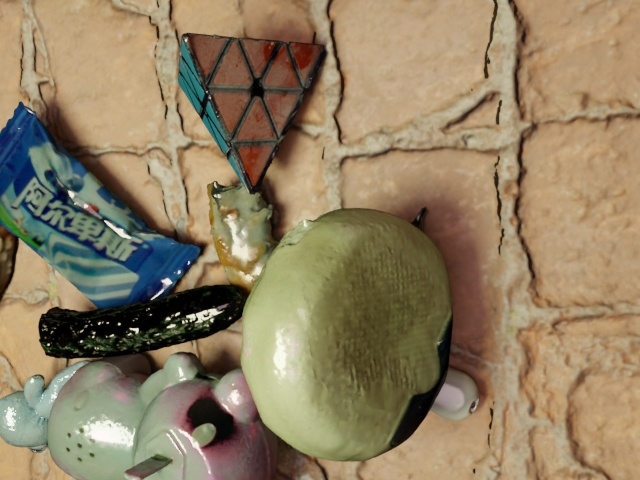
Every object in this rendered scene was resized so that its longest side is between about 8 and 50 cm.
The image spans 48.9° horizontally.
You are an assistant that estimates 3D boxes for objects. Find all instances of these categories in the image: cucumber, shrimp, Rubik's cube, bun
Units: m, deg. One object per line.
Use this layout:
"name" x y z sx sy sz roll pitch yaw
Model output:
"cucumber" -0.232 0.112 0.937 0.303 0.072 0.081 -8 118 18
"shrimp" -0.018 0.027 0.903 0.287 0.068 0.185 9 102 13
"Rubik's cube" -0.107 -0.205 0.904 0.178 0.190 0.211 24 140 44
"bun" 0.014 0.101 0.791 0.179 0.283 0.283 -1 98 48

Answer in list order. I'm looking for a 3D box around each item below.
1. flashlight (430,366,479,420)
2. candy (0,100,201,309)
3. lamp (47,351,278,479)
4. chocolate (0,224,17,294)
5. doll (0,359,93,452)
"flashlight" 0.104 0.169 0.896 0.200 0.047 0.093 23 99 13
"candy" -0.339 -0.028 0.985 0.331 0.077 0.187 42 109 2
"lamp" -0.209 0.264 0.906 0.301 0.247 0.247 9 97 23
"chocolate" -0.620 0.072 1.014 0.225 0.210 0.340 43 107 5
"doll" -0.402 0.234 1.047 0.179 0.075 0.120 -40 116 -3
